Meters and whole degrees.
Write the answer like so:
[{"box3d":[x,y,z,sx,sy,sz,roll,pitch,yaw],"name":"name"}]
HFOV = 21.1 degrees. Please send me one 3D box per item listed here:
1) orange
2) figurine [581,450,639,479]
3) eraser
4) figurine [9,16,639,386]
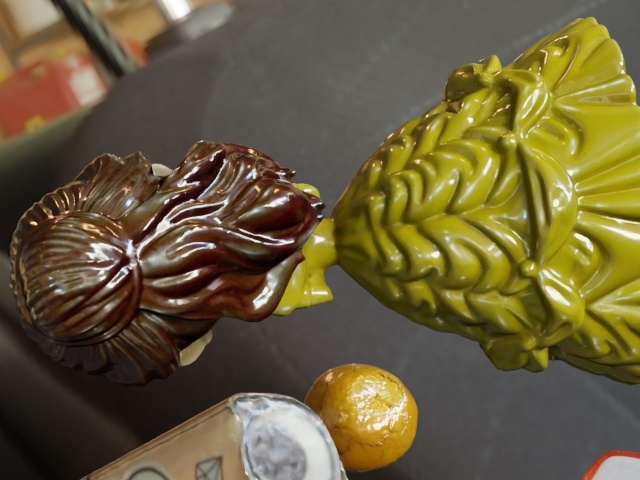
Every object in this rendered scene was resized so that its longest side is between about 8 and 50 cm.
[{"box3d":[0.028,0.128,1.235,0.083,0.083,0.070,-33,-19,-32],"name":"orange"},{"box3d":[0.280,0.310,1.317,0.183,0.226,0.160,9,32,30],"name":"figurine"},{"box3d":[-0.092,0.219,1.131,0.087,0.171,0.290,-21,-8,-47],"name":"eraser"},{"box3d":[-0.001,0.000,0.876,0.315,0.187,0.168,-8,23,-8],"name":"figurine"}]
